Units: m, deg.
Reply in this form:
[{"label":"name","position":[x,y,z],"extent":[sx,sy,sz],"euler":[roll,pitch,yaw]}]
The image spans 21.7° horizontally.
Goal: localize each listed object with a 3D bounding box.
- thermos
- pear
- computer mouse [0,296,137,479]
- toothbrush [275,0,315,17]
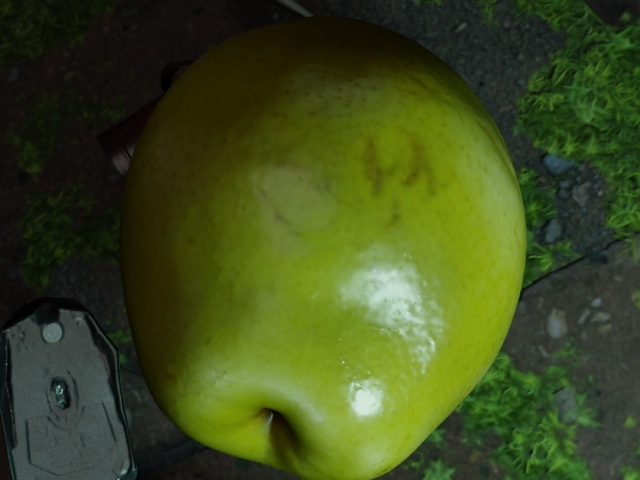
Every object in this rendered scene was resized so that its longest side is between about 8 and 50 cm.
[{"label":"thermos","position":[-0.098,-0.126,1.655],"extent":[0.232,0.099,0.124],"euler":[-33,62,1]},{"label":"pear","position":[0.000,0.000,1.437],"extent":[0.362,0.362,0.418],"euler":[6,57,15]},{"label":"computer mouse","position":[-0.244,0.165,1.600],"extent":[0.126,0.071,0.231],"euler":[-13,77,-7]},{"label":"toothbrush","position":[-0.063,-0.269,1.743],"extent":[0.276,0.019,0.025],"euler":[43,92,23]}]
